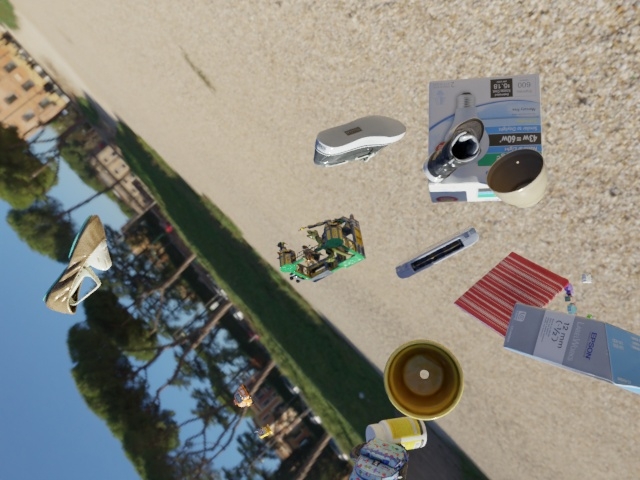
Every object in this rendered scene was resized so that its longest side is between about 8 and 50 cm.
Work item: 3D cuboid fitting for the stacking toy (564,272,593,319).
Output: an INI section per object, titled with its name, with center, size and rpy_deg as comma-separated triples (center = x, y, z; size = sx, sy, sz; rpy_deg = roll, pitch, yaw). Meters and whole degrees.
[stacking toy]
center = 0.983, 0.234, 2.198
size = 0.167, 0.052, 0.221
rpy_deg = -12, 80, 50

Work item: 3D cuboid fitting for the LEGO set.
[LEGO set]
center = 0.000, 0.000, 2.041
size = 0.255, 0.331, 0.192
rpy_deg = 21, -132, -38

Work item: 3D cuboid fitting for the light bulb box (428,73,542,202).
[light bulb box]
center = 0.540, -0.329, 1.866
size = 0.358, 0.361, 0.225
rpy_deg = -1, 169, 14

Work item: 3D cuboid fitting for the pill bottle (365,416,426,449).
[pill bottle]
center = 0.287, 0.740, 2.132
size = 0.119, 0.208, 0.119
rpy_deg = 179, 90, -70

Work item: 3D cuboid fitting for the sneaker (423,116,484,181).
[sneaker]
center = 0.420, -0.279, 1.614
size = 0.101, 0.268, 0.153
rpy_deg = 47, 158, -6

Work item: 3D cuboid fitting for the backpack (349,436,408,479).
[backpack]
center = 0.177, 0.714, 1.745
size = 0.158, 0.117, 0.173
rpy_deg = 14, -168, 30

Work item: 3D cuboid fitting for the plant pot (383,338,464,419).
[plant pot]
center = 0.347, 0.459, 1.888
size = 0.254, 0.254, 0.239
rpy_deg = 45, -179, 14

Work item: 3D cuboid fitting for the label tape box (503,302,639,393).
[label tape box]
center = 0.577, 0.228, 1.093
size = 0.249, 0.115, 0.347
rpy_deg = 20, 173, -22

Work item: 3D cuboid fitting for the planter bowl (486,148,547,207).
[planter bowl]
center = 0.561, -0.160, 1.561
size = 0.109, 0.162, 0.162
rpy_deg = 46, 173, -34

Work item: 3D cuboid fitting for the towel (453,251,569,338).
[towel]
center = 0.545, 0.152, 1.598
size = 0.199, 0.275, 0.031
rpy_deg = 35, 152, 44

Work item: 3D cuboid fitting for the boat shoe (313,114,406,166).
[boat shoe]
center = 0.115, -0.280, 1.636
size = 0.113, 0.306, 0.105
rpy_deg = 48, 145, 27

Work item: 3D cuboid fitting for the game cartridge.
[game cartridge]
center = 0.399, 0.039, 1.913
size = 0.060, 0.294, 0.196
rpy_deg = 61, -167, -2

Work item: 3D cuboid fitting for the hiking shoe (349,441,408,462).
[hiking shoe]
center = 0.205, 0.801, 2.029
size = 0.227, 0.114, 0.086
rpy_deg = 9, -153, -18

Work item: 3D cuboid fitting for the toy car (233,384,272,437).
[toy car]
center = -0.154, 0.382, 1.237
size = 0.122, 0.040, 0.060
rpy_deg = 57, 166, 16

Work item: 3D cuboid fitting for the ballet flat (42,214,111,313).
[ballet flat]
center = -0.713, 0.086, 1.693
size = 0.124, 0.342, 0.116
rpy_deg = 32, -168, -5
